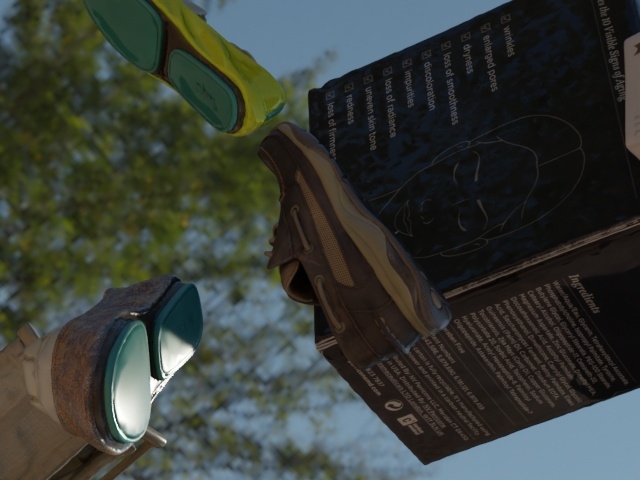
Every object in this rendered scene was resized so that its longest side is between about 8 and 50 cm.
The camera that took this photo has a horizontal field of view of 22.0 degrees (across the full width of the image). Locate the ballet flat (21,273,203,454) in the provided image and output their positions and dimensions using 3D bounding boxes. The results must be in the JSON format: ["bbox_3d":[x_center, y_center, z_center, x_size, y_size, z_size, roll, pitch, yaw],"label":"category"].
[{"bbox_3d":[-0.175,0.099,1.310,0.316,0.106,0.108,-44,131,-79],"label":"ballet flat"}]

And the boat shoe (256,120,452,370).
[{"bbox_3d":[0.000,0.000,1.706,0.132,0.130,0.355,49,3,-40],"label":"boat shoe"}]

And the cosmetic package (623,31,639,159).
[{"bbox_3d":[0.412,-0.128,1.623,0.151,0.151,0.183,-27,-49,36],"label":"cosmetic package"}]

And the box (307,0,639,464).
[{"bbox_3d":[0.257,-0.042,2.100,0.471,0.480,0.297,-23,-48,21],"label":"box"}]

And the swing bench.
[{"bbox_3d":[-0.369,0.258,2.045,0.165,0.253,0.254,50,4,17],"label":"swing bench"}]

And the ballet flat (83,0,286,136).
[{"bbox_3d":[-0.117,-0.171,1.445,0.231,0.077,0.077,42,-45,28],"label":"ballet flat"}]
